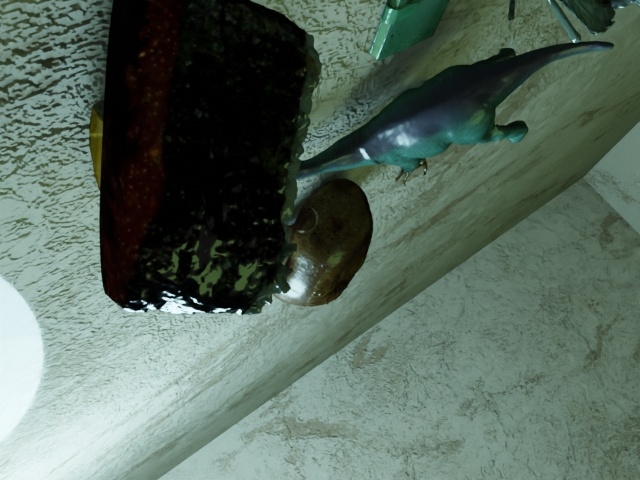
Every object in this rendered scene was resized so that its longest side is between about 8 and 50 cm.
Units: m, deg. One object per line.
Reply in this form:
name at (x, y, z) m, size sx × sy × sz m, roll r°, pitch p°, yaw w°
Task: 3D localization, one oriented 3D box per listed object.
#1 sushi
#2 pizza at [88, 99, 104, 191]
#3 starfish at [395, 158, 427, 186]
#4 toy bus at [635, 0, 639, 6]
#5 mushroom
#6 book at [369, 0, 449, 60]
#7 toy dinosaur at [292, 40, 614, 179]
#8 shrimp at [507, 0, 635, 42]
sushi at (-0.081, -0.062, 0.425) m, size 0.126 × 0.225 × 0.136 m, roll 3°, pitch 180°, yaw -27°
pizza at (-0.138, -0.063, 0.586) m, size 0.134 × 0.056 × 0.271 m, roll -26°, pitch 163°, yaw -12°
starfish at (0.171, -0.131, 1.129) m, size 0.078 × 0.028 × 0.091 m, roll -23°, pitch 161°, yaw -27°
toy bus at (0.589, -0.483, 0.936) m, size 0.120 × 0.121 × 0.265 m, roll -37°, pitch 166°, yaw -39°
mushroom at (0.010, 0.011, 0.961) m, size 0.194 × 0.138 × 0.231 m, roll -29°, pitch 162°, yaw -30°
book at (0.107, -0.258, 0.657) m, size 0.103 × 0.017 × 0.135 m, roll -31°, pitch 162°, yaw -27°
toy dinosaur at (0.107, -0.138, 0.718) m, size 0.383 × 0.129 × 0.331 m, roll -23°, pitch 179°, yaw 42°
shrimp at (0.287, -0.321, 0.657) m, size 0.221 × 0.166 × 0.410 m, roll -47°, pitch 174°, yaw 19°
